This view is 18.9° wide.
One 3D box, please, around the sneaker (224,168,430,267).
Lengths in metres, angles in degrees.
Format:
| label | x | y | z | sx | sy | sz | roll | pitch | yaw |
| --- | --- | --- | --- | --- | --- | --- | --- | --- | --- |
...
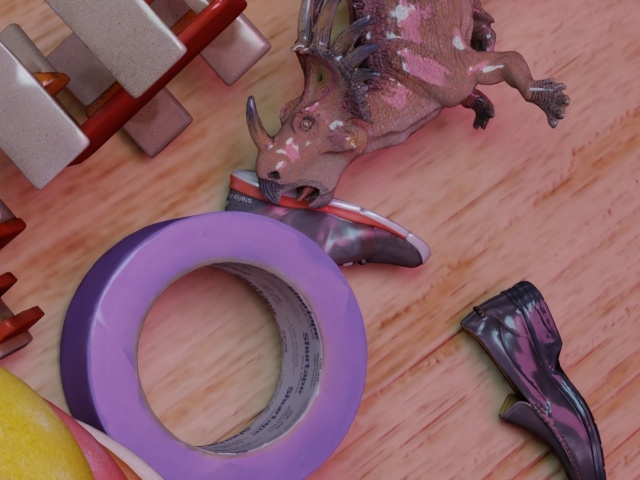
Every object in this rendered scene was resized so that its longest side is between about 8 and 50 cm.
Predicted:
| label | x | y | z | sx | sy | sz | roll | pitch | yaw |
| --- | --- | --- | --- | --- | --- | --- | --- | --- | --- |
| sneaker | 0.000 | 0.000 | 1.354 | 0.158 | 0.061 | 0.065 | 19 | 91 | -17 |

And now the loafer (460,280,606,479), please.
| label | x | y | z | sx | sy | sz | roll | pitch | yaw |
| --- | --- | --- | --- | --- | --- | --- | --- | --- | --- |
| loafer | 0.158 | 0.117 | 1.404 | 0.061 | 0.062 | 0.170 | -23 | 86 | -7 |

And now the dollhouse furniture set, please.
| label | x | y | z | sx | sy | sz | roll | pitch | yaw |
| --- | --- | --- | --- | --- | --- | --- | --- | --- | --- |
| dollhouse furniture set | -0.146 | -0.062 | 1.187 | 0.259 | 0.262 | 0.135 | -42 | 89 | 11 |

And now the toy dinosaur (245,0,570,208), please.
| label | x | y | z | sx | sy | sz | roll | pitch | yaw |
| --- | --- | --- | --- | --- | --- | --- | --- | --- | --- |
| toy dinosaur | 0.055 | -0.162 | 1.347 | 0.200 | 0.127 | 0.295 | 17 | 56 | -22 |

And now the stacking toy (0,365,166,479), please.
| label | x | y | z | sx | sy | sz | roll | pitch | yaw |
| --- | --- | --- | --- | --- | --- | --- | --- | --- | --- |
| stacking toy | -0.215 | 0.160 | 0.923 | 0.351 | 0.480 | 0.350 | 1 | 62 | -1 |

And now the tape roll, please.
| label | x | y | z | sx | sy | sz | roll | pitch | yaw |
| --- | --- | --- | --- | --- | --- | --- | --- | --- | --- |
| tape roll | -0.070 | 0.076 | 1.260 | 0.189 | 0.080 | 0.189 | 1 | 87 | -22 |
